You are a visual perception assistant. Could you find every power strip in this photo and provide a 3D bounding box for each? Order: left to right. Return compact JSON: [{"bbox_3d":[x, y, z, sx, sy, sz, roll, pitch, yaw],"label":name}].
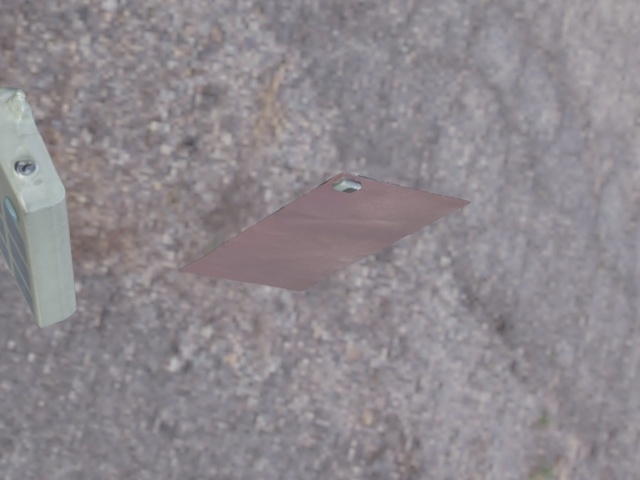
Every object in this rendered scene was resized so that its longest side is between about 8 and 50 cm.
[{"bbox_3d":[-0.255,-0.024,1.240,0.046,0.118,0.270,-21,157,-17],"label":"power strip"}]

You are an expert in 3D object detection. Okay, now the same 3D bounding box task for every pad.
[{"bbox_3d":[0.000,0.000,0.971,0.113,0.188,0.006,10,64,-38],"label":"pad"}]
